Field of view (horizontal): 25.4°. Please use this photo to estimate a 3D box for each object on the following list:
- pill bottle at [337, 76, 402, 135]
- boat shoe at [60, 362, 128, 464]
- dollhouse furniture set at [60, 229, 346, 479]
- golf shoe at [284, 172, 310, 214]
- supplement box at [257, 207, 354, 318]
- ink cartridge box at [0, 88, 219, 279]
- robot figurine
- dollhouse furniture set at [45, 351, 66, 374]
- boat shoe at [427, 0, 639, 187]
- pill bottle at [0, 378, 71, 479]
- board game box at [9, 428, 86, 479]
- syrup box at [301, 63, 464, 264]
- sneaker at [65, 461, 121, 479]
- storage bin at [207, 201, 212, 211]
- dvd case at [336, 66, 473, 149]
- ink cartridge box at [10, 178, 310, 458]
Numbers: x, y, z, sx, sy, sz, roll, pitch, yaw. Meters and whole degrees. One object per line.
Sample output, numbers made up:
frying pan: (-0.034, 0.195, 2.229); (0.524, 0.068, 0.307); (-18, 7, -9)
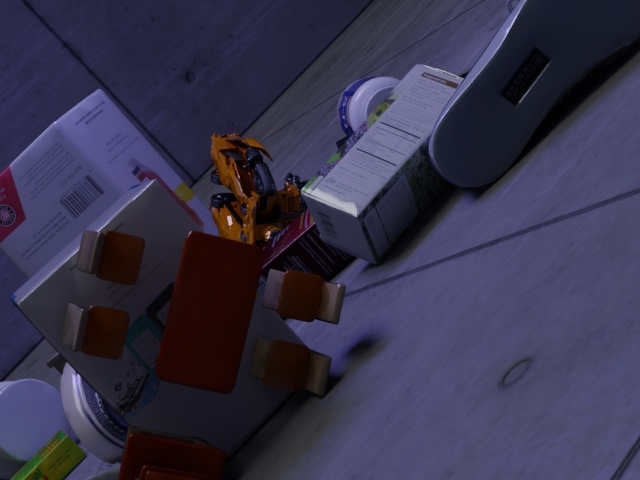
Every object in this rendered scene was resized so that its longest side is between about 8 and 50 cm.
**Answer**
pill bottle: (0.093, -0.197, 2.181); (0.112, 0.112, 0.186); (-43, 10, -2)
boat shoe: (-0.223, 0.122, 1.785); (0.158, 0.127, 0.340); (-42, 26, 21)
dollhouse furniture set: (-0.121, 0.124, 1.400); (0.135, 0.262, 0.259); (-176, 98, -74)
golf shoe: (-0.030, -0.039, 2.177); (0.094, 0.077, 0.198); (-64, 9, 9)
supplement box: (0.000, 0.000, 1.854); (0.239, 0.073, 0.130); (-40, 10, 10)
ink cartridge box: (-0.354, -0.012, 2.376); (0.279, 0.385, 0.160); (-37, 9, 32)
robot figurine: (-0.100, -0.055, 2.119); (0.085, 0.211, 0.291); (-7, 23, -19)
dollhouse furniture set: (-0.296, 0.163, 2.150); (0.183, 0.129, 0.129); (-33, 14, 48)
boat shoe: (0.257, -0.214, 1.639); (0.367, 0.136, 0.156); (-52, 7, 4)
pill bottle: (-0.513, 0.314, 2.278); (0.162, 0.162, 0.278); (-50, 12, -35)
board game box: (-0.429, 0.362, 2.093); (0.181, 0.043, 0.092); (-46, 11, -13)
syrup box: (0.094, -0.095, 1.712); (0.096, 0.093, 0.237); (24, 63, 36)
sneaker: (-0.314, 0.344, 1.566); (0.321, 0.127, 0.126); (-20, -3, -37)
storage bin: (-0.157, -0.023, 2.462); (0.135, 0.098, 0.091); (-28, 23, 10)
dvd case: (0.156, -0.187, 1.900); (0.253, 0.022, 0.180); (-27, -1, 22)
ink cartridge box: (-0.175, 0.099, 1.562); (0.197, 0.270, 0.198); (-44, 10, -11)
